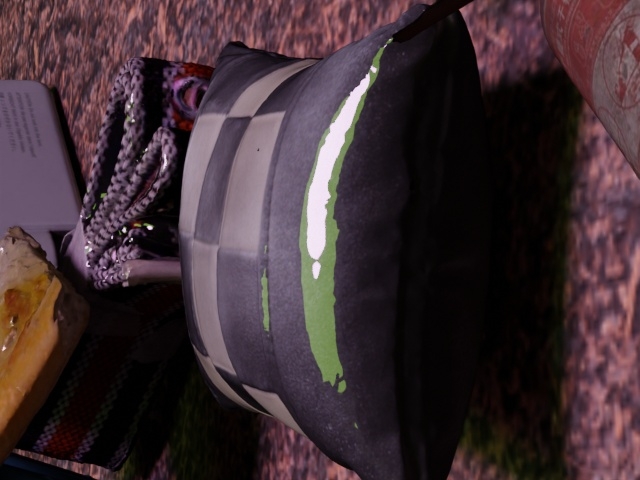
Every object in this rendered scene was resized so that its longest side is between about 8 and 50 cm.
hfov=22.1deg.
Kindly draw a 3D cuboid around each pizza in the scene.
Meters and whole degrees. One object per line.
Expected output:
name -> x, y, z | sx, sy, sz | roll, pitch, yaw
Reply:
pizza -> -0.191, 0.063, 0.898 | 0.181, 0.034, 0.262 | -42, 25, 20

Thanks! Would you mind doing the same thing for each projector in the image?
projector -> -0.273, -0.009, 1.207 | 0.256, 0.192, 0.099 | -113, 29, -44

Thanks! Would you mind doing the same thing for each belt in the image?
belt -> -0.112, 0.030, 0.959 | 0.359, 0.094, 0.126 | 128, 141, -51

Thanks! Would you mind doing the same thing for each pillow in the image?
pillow -> 0.000, 0.000, 0.692 | 0.250, 0.106, 0.186 | -167, 79, -70

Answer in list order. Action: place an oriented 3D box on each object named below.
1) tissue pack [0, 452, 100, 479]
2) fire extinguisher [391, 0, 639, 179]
tissue pack -> -0.177, 0.231, 0.942 | 0.287, 0.198, 0.206 | 4, 75, 63
fire extinguisher -> 0.095, -0.054, 0.478 | 0.075, 0.106, 0.252 | 86, 165, -44
